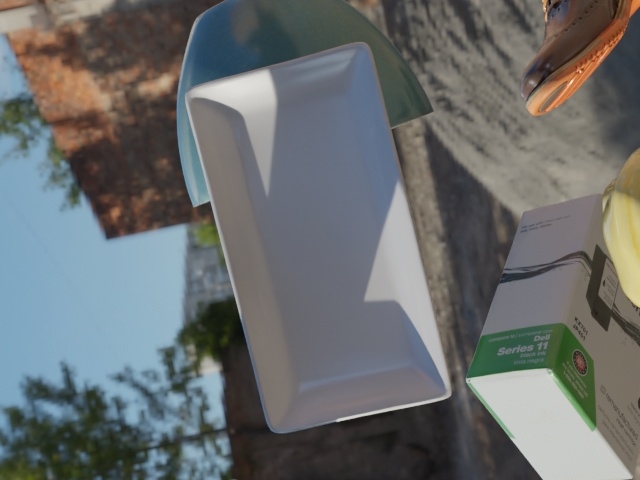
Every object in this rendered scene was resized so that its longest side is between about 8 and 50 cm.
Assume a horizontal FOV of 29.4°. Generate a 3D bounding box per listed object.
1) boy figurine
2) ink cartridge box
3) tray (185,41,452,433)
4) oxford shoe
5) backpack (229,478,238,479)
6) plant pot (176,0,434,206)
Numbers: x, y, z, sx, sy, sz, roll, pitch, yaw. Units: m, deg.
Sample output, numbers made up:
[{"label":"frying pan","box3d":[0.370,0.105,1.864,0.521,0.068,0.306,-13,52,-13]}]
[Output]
[{"label":"boy figurine","box3d":[0.251,-0.022,0.724,0.285,0.177,0.092,-13,-87,-57]},{"label":"ink cartridge box","box3d":[0.223,0.084,1.064,0.153,0.087,0.208,50,-135,-28]},{"label":"tray","box3d":[0.000,0.000,0.913,0.030,0.145,0.270,-31,-73,-81]},{"label":"oxford shoe","box3d":[0.314,-0.285,1.525,0.363,0.133,0.130,-51,-2,-41]},{"label":"backpack","box3d":[-0.064,0.261,0.818,0.188,0.144,0.165,-52,-20,-65]},{"label":"plant pot","box3d":[-0.044,-0.179,1.367,0.290,0.290,0.195,-110,-2,-87]}]
